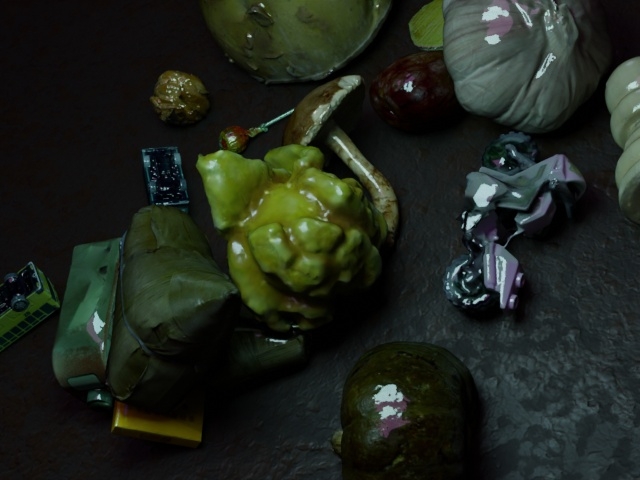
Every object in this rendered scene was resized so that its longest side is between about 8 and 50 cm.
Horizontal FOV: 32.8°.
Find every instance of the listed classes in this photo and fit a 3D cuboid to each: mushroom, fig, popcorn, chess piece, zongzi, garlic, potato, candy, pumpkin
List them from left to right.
[{"bbox_3d":[-0.216,0.043,1.754,0.393,0.174,0.356,-50,35,46],"label":"zongzi"},{"bbox_3d":[-0.116,0.141,1.883,0.205,0.094,0.204,-20,55,10],"label":"zongzi"},{"bbox_3d":[-0.114,-0.232,2.188,0.201,0.060,0.060,-27,49,-3],"label":"candy"},{"bbox_3d":[-0.099,-0.558,2.211,0.442,0.319,0.385,18,71,45],"label":"potato"},{"bbox_3d":[-0.037,-0.032,1.803,0.290,0.321,0.326,-2,45,7],"label":"popcorn"},{"bbox_3d":[0.050,-0.141,1.998,0.233,0.302,0.208,-38,14,-36],"label":"mushroom"},{"bbox_3d":[0.105,0.278,1.604,0.242,0.232,0.325,-14,49,19],"label":"pumpkin"},{"bbox_3d":[0.225,-0.295,2.019,0.274,0.170,0.146,-28,90,-23],"label":"fig"},{"bbox_3d":[0.350,-0.342,1.876,0.317,0.317,0.259,-54,14,-16],"label":"garlic"},{"bbox_3d":[0.543,-0.183,1.773,0.167,0.167,0.300,-15,48,15],"label":"chess piece"}]

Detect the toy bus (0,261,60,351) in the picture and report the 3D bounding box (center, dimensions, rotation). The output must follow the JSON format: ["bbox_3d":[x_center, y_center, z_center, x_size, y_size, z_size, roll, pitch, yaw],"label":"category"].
[{"bbox_3d":[-0.597,0.132,2.117,0.175,0.101,0.088,-36,49,5],"label":"toy bus"}]

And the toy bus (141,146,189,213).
[{"bbox_3d":[-0.307,-0.103,2.153,0.079,0.092,0.160,-6,49,-14],"label":"toy bus"}]

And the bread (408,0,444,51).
[{"bbox_3d":[0.276,-0.433,2.123,0.228,0.033,0.228,-18,37,14],"label":"bread"}]

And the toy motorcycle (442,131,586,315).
[{"bbox_3d":[0.321,-0.029,1.774,0.188,0.143,0.327,9,69,30],"label":"toy motorcycle"}]

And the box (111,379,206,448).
[{"bbox_3d":[-0.272,0.219,1.885,0.152,0.043,0.269,15,52,-18],"label":"box"}]

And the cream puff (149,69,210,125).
[{"bbox_3d":[-0.295,-0.291,2.273,0.133,0.119,0.104,-26,64,42],"label":"cream puff"}]

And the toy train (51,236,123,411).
[{"bbox_3d":[-0.390,0.146,1.974,0.129,0.159,0.326,-11,54,22],"label":"toy train"}]
